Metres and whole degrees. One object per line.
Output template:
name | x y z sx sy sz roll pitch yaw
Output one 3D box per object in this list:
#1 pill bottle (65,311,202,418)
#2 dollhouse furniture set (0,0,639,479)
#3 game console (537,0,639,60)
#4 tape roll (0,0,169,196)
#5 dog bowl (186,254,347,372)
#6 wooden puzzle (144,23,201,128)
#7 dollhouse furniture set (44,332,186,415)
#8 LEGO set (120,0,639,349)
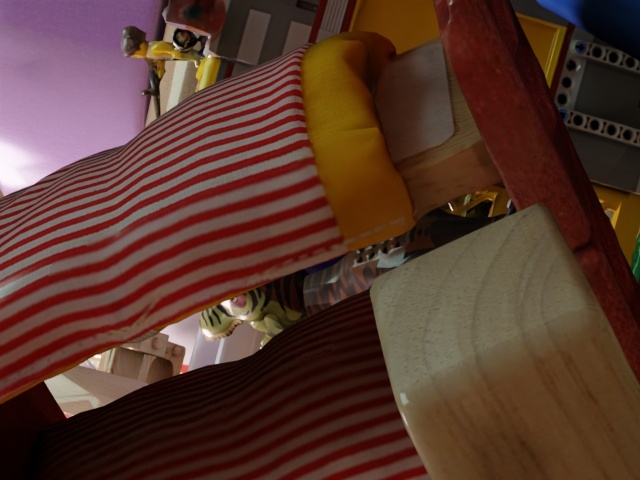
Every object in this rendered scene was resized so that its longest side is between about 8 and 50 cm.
pill bottle | -0.099 0.035 1.459 0.363 0.210 0.210 115 169 -59
dollhouse furniture set | -0.016 0.069 0.387 0.152 0.201 0.374 62 -170 -22
game console | 0.164 -0.189 0.511 0.250 0.173 0.293 -16 -52 -60
tape roll | -0.086 -0.128 1.022 0.275 0.090 0.274 15 -90 -77
dog bowl | -0.030 0.104 1.156 0.265 0.104 0.265 -165 90 -84
wooden puzzle | 0.013 -0.182 1.007 0.348 0.080 0.322 -15 -62 -75
dollhouse furniture set | -0.115 0.133 1.227 0.151 0.123 0.144 28 -105 -60
LEGO set | 0.000 0.000 0.724 0.331 0.192 0.255 -108 34 -80
